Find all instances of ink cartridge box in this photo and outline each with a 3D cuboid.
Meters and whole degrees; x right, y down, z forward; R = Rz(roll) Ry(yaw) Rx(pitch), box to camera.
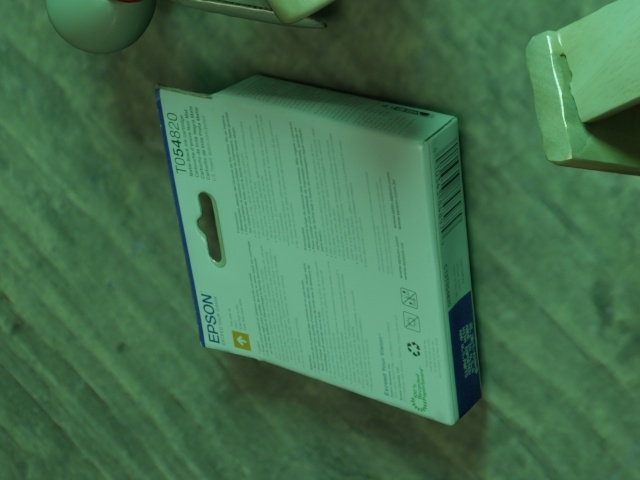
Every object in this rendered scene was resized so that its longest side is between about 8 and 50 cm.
[{"bbox_3d":[0.000,0.000,1.207,0.224,0.045,0.223,15,128,33],"label":"ink cartridge box"}]

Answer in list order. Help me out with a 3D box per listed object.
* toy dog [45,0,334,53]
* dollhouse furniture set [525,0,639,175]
[{"bbox_3d":[-0.051,-0.209,1.055,0.334,0.161,0.220,15,133,51],"label":"toy dog"},{"bbox_3d":[0.272,0.055,0.789,0.256,0.362,0.394,-25,68,46],"label":"dollhouse furniture set"}]
